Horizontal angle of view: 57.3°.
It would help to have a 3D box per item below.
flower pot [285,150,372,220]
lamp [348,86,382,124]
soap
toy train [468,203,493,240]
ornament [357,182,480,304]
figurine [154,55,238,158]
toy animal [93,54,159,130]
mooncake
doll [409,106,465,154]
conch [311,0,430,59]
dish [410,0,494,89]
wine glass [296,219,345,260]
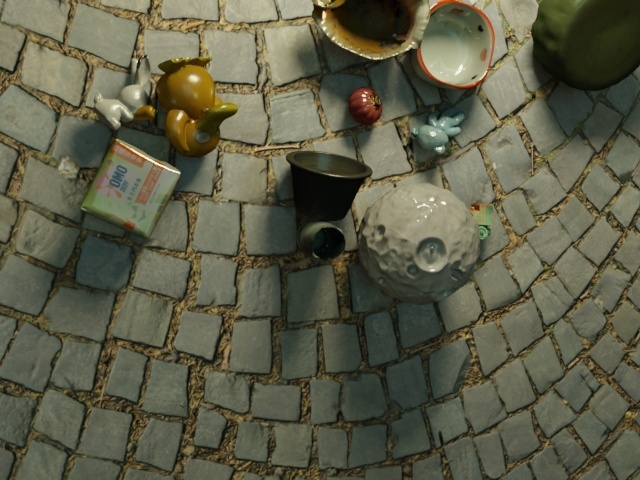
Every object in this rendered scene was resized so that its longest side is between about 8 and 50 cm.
[{"bbox_3d":[0.012,-0.143,1.580,0.235,0.235,0.148,4,113,-17],"label":"flower pot"},{"bbox_3d":[0.126,-0.376,1.639,0.107,0.092,0.107,16,69,-46],"label":"lamp"},{"bbox_3d":[-0.469,-0.124,1.458,0.182,0.138,0.199,27,87,-16],"label":"soap"},{"bbox_3d":[0.433,-0.057,1.774,0.176,0.074,0.118,4,84,-12],"label":"toy train"},{"bbox_3d":[0.269,0.010,1.592,0.337,0.337,0.337,-1,95,-17],"label":"ornament"},{"bbox_3d":[-0.323,-0.337,1.480,0.215,0.215,0.228,-34,89,-11],"label":"figurine"},{"bbox_3d":[-0.470,-0.360,1.452,0.182,0.131,0.127,-43,127,-19],"label":"toy animal"},{"bbox_3d":[0.805,-0.633,1.719,0.356,0.194,0.356,-9,127,-13],"label":"mooncake"},{"bbox_3d":[0.354,-0.324,1.733,0.120,0.075,0.180,37,58,21],"label":"doll"},{"bbox_3d":[0.153,-0.637,1.580,0.352,0.210,0.297,-16,100,7],"label":"conch"},{"bbox_3d":[0.364,-0.550,1.684,0.256,0.117,0.256,-1,94,-17],"label":"dish"},{"bbox_3d":[0.000,0.000,1.577,0.111,0.204,0.111,-1,96,-12],"label":"wine glass"}]
